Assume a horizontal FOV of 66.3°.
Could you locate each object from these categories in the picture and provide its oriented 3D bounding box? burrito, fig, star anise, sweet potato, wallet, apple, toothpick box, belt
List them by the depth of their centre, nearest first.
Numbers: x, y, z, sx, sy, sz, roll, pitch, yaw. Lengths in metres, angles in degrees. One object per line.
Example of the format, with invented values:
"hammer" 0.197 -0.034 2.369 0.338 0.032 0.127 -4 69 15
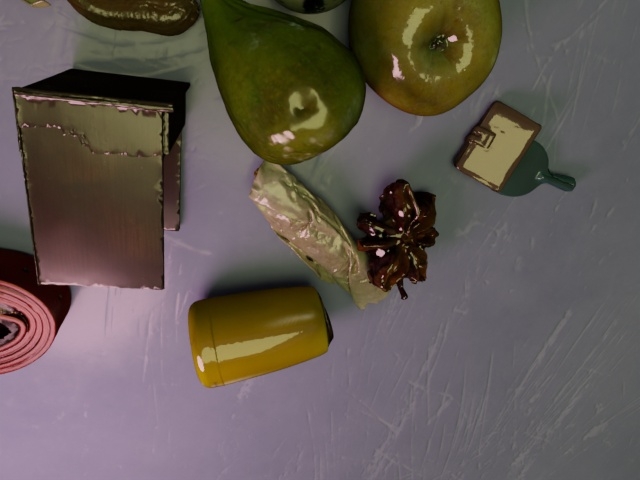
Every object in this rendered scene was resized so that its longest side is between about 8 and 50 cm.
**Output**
"sweet potato" -0.304 -0.367 0.760 0.233 0.062 0.081 9 95 -11
"fig" -0.054 -0.277 0.767 0.233 0.233 0.314 -14 92 -3
"apple" 0.166 -0.334 0.783 0.261 0.194 0.260 -4 117 -8
"belt" -0.645 0.136 0.902 0.324 0.115 0.227 -2 114 -9
"wallet" 0.343 -0.185 0.961 0.118 0.039 0.152 31 104 -6
"star anise" 0.145 -0.010 0.967 0.190 0.126 0.220 29 84 -50
"burrito" 0.000 0.000 0.975 0.117 0.076 0.392 -40 116 10
"toothpick box" -0.116 0.183 0.990 0.272 0.175 0.174 -11 116 -9

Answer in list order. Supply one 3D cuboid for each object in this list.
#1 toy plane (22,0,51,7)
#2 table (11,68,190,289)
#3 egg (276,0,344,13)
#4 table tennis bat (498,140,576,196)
"toy plane" -0.472 -0.430 0.680 0.244 0.092 0.228 -17 97 -2
"table" -0.318 -0.103 0.774 0.196 0.250 0.281 3 113 -12
"egg" -0.014 -0.450 0.709 0.177 0.177 0.228 -1 94 -10
"table tennis bat" 0.440 -0.139 1.015 0.201 0.033 0.124 14 113 -14
